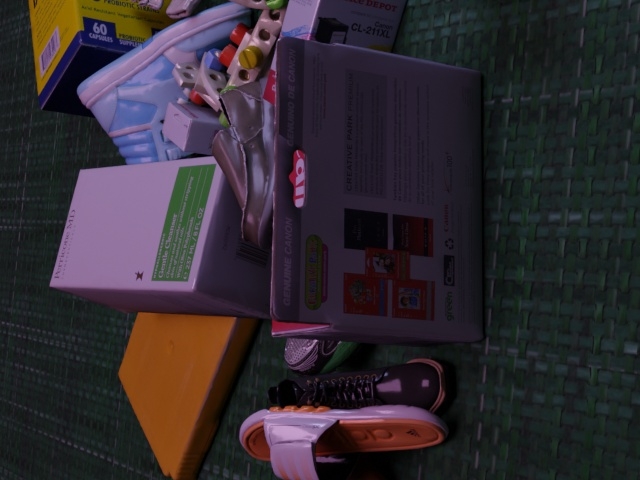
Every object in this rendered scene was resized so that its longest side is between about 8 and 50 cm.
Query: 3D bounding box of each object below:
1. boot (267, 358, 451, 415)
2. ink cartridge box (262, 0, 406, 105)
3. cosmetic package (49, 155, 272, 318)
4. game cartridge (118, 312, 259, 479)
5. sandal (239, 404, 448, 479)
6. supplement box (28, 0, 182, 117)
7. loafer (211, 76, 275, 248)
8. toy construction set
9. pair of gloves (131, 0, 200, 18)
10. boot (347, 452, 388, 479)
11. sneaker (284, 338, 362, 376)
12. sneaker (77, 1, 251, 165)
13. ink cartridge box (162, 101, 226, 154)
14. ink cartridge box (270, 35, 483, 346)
[{"bbox_3d":[0.044,0.178,1.535,0.198,0.137,0.076,-27,62,52],"label":"boot"},{"bbox_3d":[0.017,-0.241,1.664,0.072,0.127,0.175,38,117,53],"label":"ink cartridge box"},{"bbox_3d":[-0.209,0.000,1.888,0.366,0.155,0.196,-2,71,47],"label":"cosmetic package"},{"bbox_3d":[-0.208,0.165,2.035,0.285,0.053,0.323,54,131,47],"label":"game cartridge"},{"bbox_3d":[0.016,0.239,1.518,0.265,0.102,0.076,-10,49,30],"label":"sandal"},{"bbox_3d":[-0.368,-0.403,2.253,0.195,0.194,0.356,-45,49,46],"label":"supplement box"},{"bbox_3d":[-0.093,-0.096,1.688,0.094,0.087,0.251,86,180,-54],"label":"loafer"},{"bbox_3d":[-0.108,-0.278,1.819,0.215,0.151,0.327,34,137,7],"label":"toy construction set"},{"bbox_3d":[-0.196,-0.433,2.037,0.204,0.042,0.240,-53,30,-6],"label":"pair of gloves"},{"bbox_3d":[0.033,0.384,1.584,0.280,0.096,0.264,40,106,47],"label":"boot"},{"bbox_3d":[0.000,0.000,1.632,0.134,0.146,0.343,21,103,57],"label":"sneaker"},{"bbox_3d":[-0.201,-0.221,2.045,0.319,0.127,0.208,-27,94,27],"label":"sneaker"},{"bbox_3d":[-0.157,-0.159,1.935,0.088,0.122,0.052,39,117,54],"label":"ink cartridge box"},{"bbox_3d":[0.036,-0.047,1.462,0.130,0.272,0.309,-13,72,57],"label":"ink cartridge box"}]
